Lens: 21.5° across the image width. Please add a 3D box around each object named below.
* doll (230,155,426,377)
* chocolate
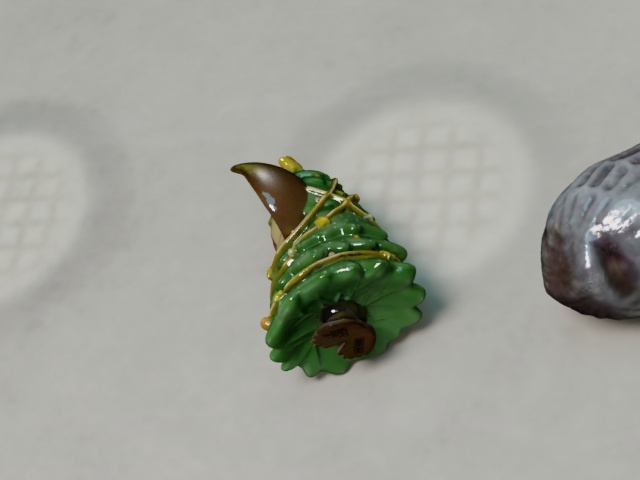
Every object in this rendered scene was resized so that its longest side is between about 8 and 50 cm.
[{"bbox_3d":[0.008,-0.002,0.782,0.076,0.078,0.113,-26,55,36],"label":"doll"},{"bbox_3d":[0.169,-0.022,0.744,0.167,0.072,0.072,-34,52,-3],"label":"chocolate"}]
